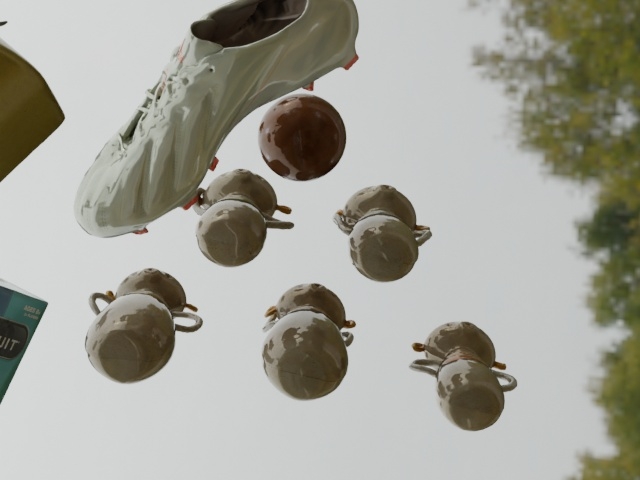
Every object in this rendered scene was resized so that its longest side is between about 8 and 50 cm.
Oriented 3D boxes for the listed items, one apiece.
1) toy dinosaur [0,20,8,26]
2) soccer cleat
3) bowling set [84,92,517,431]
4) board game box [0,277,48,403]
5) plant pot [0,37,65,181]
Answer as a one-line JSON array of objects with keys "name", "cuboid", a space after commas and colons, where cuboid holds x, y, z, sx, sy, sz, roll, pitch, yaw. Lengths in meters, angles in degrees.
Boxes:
[{"name": "toy dinosaur", "cuboid": [-0.433, -0.205, 1.316, 0.160, 0.121, 0.313, -57, -29, -2]}, {"name": "soccer cleat", "cuboid": [-0.067, -0.079, 0.816, 0.196, 0.068, 0.076, -39, -39, 7]}, {"name": "bowling set", "cuboid": [0.000, 0.000, 0.968, 0.154, 0.287, 0.199, -84, 6, -76]}, {"name": "board game box", "cuboid": [-0.447, 0.178, 1.559, 0.336, 0.079, 0.254, -65, -26, -3]}, {"name": "plant pot", "cuboid": [-0.171, -0.068, 0.655, 0.081, 0.081, 0.083, -47, -9, -16]}]
